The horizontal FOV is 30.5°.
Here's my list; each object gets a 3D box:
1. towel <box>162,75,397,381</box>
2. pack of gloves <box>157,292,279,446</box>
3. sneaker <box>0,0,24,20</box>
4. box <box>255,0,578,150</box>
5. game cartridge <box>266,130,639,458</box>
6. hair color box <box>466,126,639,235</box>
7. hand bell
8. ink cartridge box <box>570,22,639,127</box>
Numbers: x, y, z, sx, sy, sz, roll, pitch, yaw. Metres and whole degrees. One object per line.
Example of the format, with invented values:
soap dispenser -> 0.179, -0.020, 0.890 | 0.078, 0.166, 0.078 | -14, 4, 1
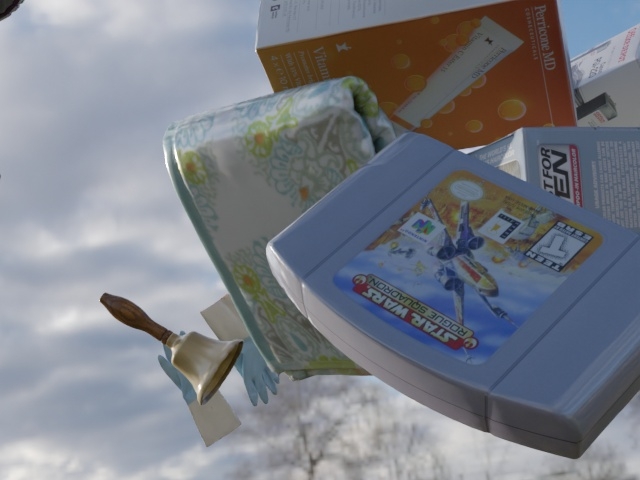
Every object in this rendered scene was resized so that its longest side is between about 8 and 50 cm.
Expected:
towel -> 0.000, 0.000, 1.388 | 0.320, 0.374, 0.090 | -9, 25, 43
pack of gloves -> -0.196, 0.242, 2.240 | 0.195, 0.232, 0.046 | -32, 14, -20
sneaker -> -0.436, -0.393, 1.620 | 0.223, 0.083, 0.098 | -42, -26, 27
box -> 0.120, -0.234, 1.418 | 0.345, 0.168, 0.215 | -9, -43, 14
game cartridge -> 0.110, 0.032, 0.878 | 0.198, 0.297, 0.062 | -38, -40, -30
hair color box -> 0.337, -0.046, 1.213 | 0.374, 0.114, 0.185 | -1, -6, -17
hand bell -> -0.262, 0.157, 1.947 | 0.242, 0.126, 0.126 | 31, -12, 9
ink cartridge box -> 0.356, -0.187, 1.561 | 0.218, 0.092, 0.158 | -24, 18, 31
